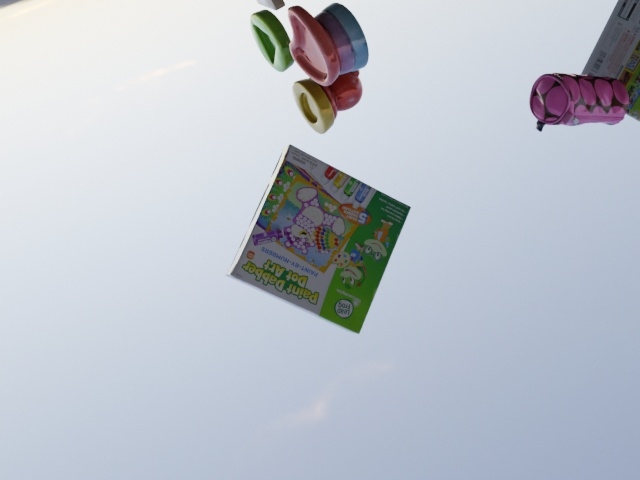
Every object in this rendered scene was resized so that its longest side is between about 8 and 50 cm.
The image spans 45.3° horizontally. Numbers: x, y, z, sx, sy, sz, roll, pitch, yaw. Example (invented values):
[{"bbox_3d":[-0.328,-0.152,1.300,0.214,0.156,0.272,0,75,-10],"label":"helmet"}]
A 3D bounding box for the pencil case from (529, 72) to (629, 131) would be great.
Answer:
[{"bbox_3d":[0.461,-0.242,1.351,0.209,0.095,0.098,-10,-136,-37],"label":"pencil case"}]

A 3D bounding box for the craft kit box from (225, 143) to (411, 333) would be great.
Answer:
[{"bbox_3d":[0.000,0.000,1.322,0.247,0.249,0.061,-67,-165,-7],"label":"craft kit box"}]

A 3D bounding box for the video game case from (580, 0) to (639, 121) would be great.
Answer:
[{"bbox_3d":[0.611,-0.348,1.433,0.026,0.227,0.206,-3,-145,-40],"label":"video game case"}]

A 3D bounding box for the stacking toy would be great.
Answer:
[{"bbox_3d":[-0.010,-0.395,1.514,0.130,0.280,0.309,-32,168,-15],"label":"stacking toy"}]
